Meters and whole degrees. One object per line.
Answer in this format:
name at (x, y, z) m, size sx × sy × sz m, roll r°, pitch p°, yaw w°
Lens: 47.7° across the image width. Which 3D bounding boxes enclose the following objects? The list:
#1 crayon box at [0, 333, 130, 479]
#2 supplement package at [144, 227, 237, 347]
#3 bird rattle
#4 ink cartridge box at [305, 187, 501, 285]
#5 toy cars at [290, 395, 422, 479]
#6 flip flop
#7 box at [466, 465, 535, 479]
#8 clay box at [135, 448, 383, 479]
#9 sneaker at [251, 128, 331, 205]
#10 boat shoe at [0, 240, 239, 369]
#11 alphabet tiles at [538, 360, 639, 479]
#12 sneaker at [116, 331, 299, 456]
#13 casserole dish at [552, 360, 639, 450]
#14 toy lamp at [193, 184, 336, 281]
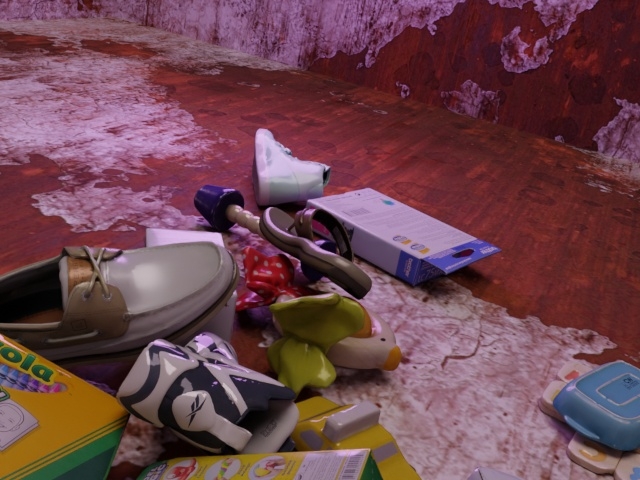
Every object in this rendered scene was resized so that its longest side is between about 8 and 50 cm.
crayon box at (-0.308, 0.143, 0.584) m, size 0.278 × 0.081 × 0.165 m, roll 33°, pitch 19°, yaw -13°
supplement package at (-0.173, 0.069, 0.918) m, size 0.105 × 0.105 × 0.179 m, roll 5°, pitch 24°, yaw -17°
bird rattle at (-0.007, 0.111, 0.941) m, size 0.207 × 0.143 × 0.253 m, roll 16°, pitch 8°, yaw -21°
ink cartridge box at (0.141, -0.005, 1.292) m, size 0.311 × 0.065 × 0.186 m, roll 26°, pitch 27°, yaw 35°
toy cars at (0.025, 0.247, 0.627) m, size 0.177 × 0.087 × 0.393 m, roll 9°, pitch 23°, yaw -5°
flip flop at (0.000, 0.000, 0.987) m, size 0.112 × 0.080 × 0.277 m, roll 31°, pitch 0°, yaw -25°
box at (0.211, 0.298, 0.468) m, size 0.262 × 0.126 × 0.231 m, roll 22°, pitch 20°, yaw -18°
clay box at (-0.070, 0.228, 0.567) m, size 0.222 × 0.053 × 0.127 m, roll -11°, pitch 22°, yaw 25°
sneaker at (-0.061, -0.146, 1.471) m, size 0.151 × 0.094 × 0.256 m, roll 1°, pitch 35°, yaw -10°
boat shoe at (-0.236, 0.063, 0.748) m, size 0.302 × 0.103 × 0.113 m, roll -21°, pitch 49°, yaw -3°
alphabet tiles at (0.428, 0.242, 0.915) m, size 0.284 × 0.021 × 0.278 m, roll 25°, pitch 27°, yaw 27°
sneaker at (-0.087, 0.164, 0.720) m, size 0.153 × 0.094 × 0.235 m, roll 31°, pitch -9°, yaw 11°
casserole dish at (0.377, 0.200, 0.912) m, size 0.188 × 0.037 × 0.114 m, roll -9°, pitch 31°, yaw -41°
toy lamp at (-0.102, -0.021, 1.195) m, size 0.275 × 0.080 × 0.080 m, roll 29°, pitch 29°, yaw 32°
